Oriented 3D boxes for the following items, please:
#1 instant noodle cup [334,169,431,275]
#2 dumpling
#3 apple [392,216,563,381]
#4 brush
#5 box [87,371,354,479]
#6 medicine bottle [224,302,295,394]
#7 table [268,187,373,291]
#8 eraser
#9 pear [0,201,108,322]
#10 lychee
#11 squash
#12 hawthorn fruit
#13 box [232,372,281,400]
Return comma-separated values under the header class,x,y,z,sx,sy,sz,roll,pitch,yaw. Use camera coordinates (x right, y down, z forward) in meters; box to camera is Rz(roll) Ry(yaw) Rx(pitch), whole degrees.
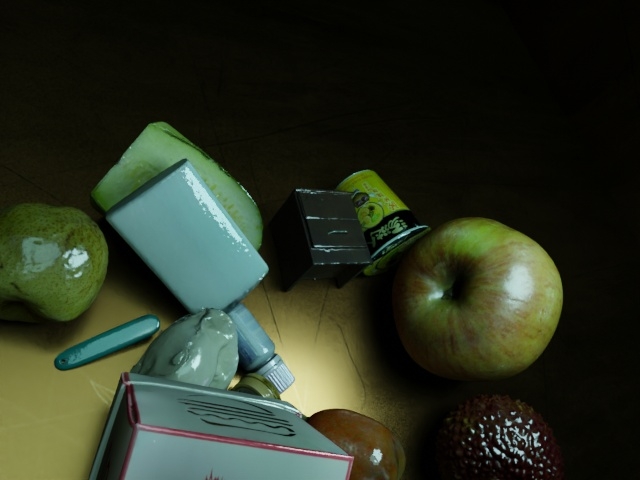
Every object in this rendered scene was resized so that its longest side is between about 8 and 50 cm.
class,x,y,z,sx,sy,sz,roll,pitch,yaw
instant noodle cup,0.148,-0.055,1.310,0.215,0.216,0.236,-14,62,-36
dumpling,-0.246,0.248,0.928,0.247,0.142,0.173,-45,117,-22
apple,0.376,0.143,1.194,0.333,0.400,0.401,22,50,-47
brush,-0.400,0.194,0.932,0.193,0.032,0.043,-23,80,-26
box,-0.172,0.393,0.708,0.314,0.300,0.313,18,80,-21
medicine bottle,-0.137,0.232,1.027,0.083,0.083,0.203,-32,80,-40
table,0.000,0.000,1.191,0.169,0.172,0.193,1,62,-31
eraser,-0.254,0.007,0.975,0.189,0.104,0.290,-35,116,-4
pear,-0.496,0.032,0.862,0.228,0.188,0.212,16,58,-20
lychee,0.391,0.479,1.086,0.276,0.275,0.304,54,25,8
squash,-0.272,-0.055,1.040,0.309,0.210,0.234,40,85,1
hawthorn fruit,0.038,0.418,0.969,0.251,0.200,0.199,31,46,21
box,-0.126,0.315,0.968,0.106,0.105,0.037,50,40,5
